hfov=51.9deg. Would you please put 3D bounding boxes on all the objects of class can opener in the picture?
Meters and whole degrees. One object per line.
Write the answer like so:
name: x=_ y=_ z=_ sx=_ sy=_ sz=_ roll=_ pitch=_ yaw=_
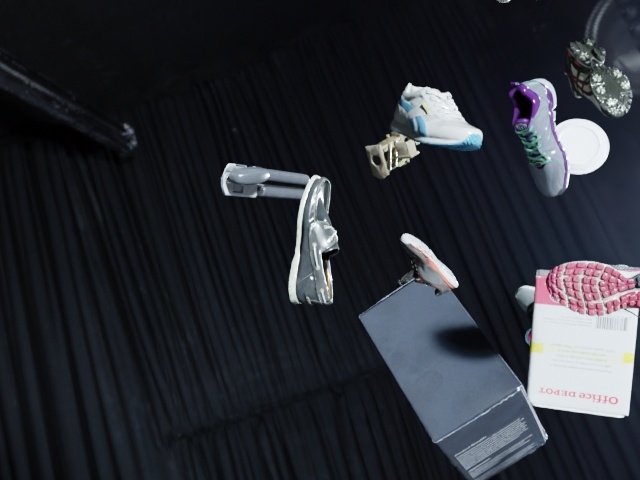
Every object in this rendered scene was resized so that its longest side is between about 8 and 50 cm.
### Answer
can opener: x=-0.118 y=-0.136 z=1.597 sx=0.095 sy=0.076 sz=0.283 roll=15 pitch=9 yaw=42

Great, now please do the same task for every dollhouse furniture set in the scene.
dollhouse furniture set: x=0.256 y=-0.261 z=1.908 sx=0.161 sy=0.101 sz=0.182 roll=2 pitch=27 yaw=46

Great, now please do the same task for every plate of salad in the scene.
plate of salad: x=0.867 y=-0.314 z=2.222 sx=0.200 sy=0.199 sz=0.048 roll=-19 pitch=-18 yaw=6

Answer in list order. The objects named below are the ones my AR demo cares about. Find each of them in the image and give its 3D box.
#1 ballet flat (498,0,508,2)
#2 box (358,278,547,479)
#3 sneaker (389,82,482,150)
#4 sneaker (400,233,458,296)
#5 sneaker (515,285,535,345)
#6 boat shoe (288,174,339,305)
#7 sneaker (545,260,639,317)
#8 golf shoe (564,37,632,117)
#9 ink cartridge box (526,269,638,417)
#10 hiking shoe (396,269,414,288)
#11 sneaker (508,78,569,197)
ballet flat: x=0.452 y=-0.596 z=1.479 sx=0.349 sy=0.123 sz=0.123 roll=-1 pitch=-8 yaw=20
box: x=0.411 y=0.427 z=2.031 sx=0.297 sy=0.480 sz=0.471 roll=-33 pitch=-42 yaw=1
sneaker: x=0.197 y=-0.212 z=1.133 sx=0.087 sy=0.092 sz=0.229 roll=6 pitch=18 yaw=-30
sneaker: x=0.201 y=0.055 z=1.290 sx=0.065 sy=0.158 sz=0.061 roll=-41 pitch=16 yaw=16
sneaker: x=0.738 y=0.275 z=2.225 sx=0.178 sy=0.295 sz=0.123 roll=-12 pitch=-48 yaw=-36
boat shoe: x=0.000 y=0.000 z=1.169 sx=0.079 sy=0.233 sz=0.084 roll=4 pitch=-7 yaw=22
sneaker: x=0.658 y=0.112 z=1.480 sx=0.299 sy=0.120 sz=0.112 roll=6 pitch=3 yaw=3
golf shoe: x=0.746 y=-0.420 z=1.777 sx=0.105 sy=0.272 sz=0.120 roll=-10 pitch=-31 yaw=-6
ink cartridge box: x=0.761 y=0.294 z=1.934 sx=0.279 sy=0.384 sz=0.160 roll=5 pitch=5 yaw=17
hiking shoe: x=0.310 y=0.168 z=2.269 sx=0.114 sy=0.086 sz=0.227 roll=-33 pitch=7 yaw=39
sneaker: x=0.389 y=-0.184 z=1.211 sx=0.098 sy=0.223 sz=0.083 roll=-11 pitch=0 yaw=-37
